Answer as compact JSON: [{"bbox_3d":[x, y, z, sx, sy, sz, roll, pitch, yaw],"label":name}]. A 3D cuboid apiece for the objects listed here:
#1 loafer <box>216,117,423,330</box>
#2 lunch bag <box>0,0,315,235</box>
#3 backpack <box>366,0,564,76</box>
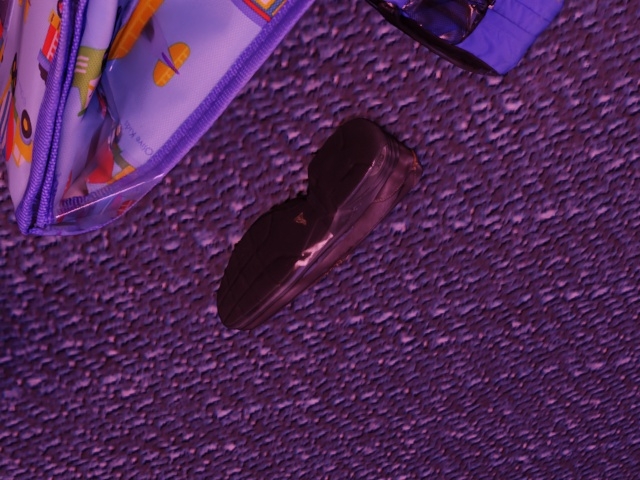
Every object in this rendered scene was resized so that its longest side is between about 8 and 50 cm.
[{"bbox_3d":[0.000,0.000,0.873,0.061,0.062,0.170,23,121,-43],"label":"loafer"},{"bbox_3d":[-0.074,-0.157,0.572,0.138,0.221,0.293,12,125,-32],"label":"lunch bag"},{"bbox_3d":[0.078,-0.150,0.737,0.120,0.098,0.101,29,111,-40],"label":"backpack"}]
